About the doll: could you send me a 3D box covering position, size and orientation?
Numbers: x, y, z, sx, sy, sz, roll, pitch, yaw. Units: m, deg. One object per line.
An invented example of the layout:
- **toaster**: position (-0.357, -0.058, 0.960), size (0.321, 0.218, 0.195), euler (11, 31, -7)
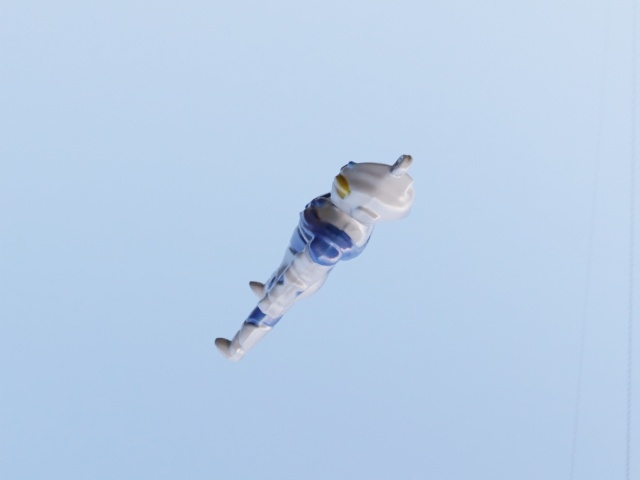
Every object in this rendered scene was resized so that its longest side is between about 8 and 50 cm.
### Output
- **doll**: position (0.000, 0.000, 0.722), size (0.057, 0.227, 0.114), euler (44, -141, -5)
